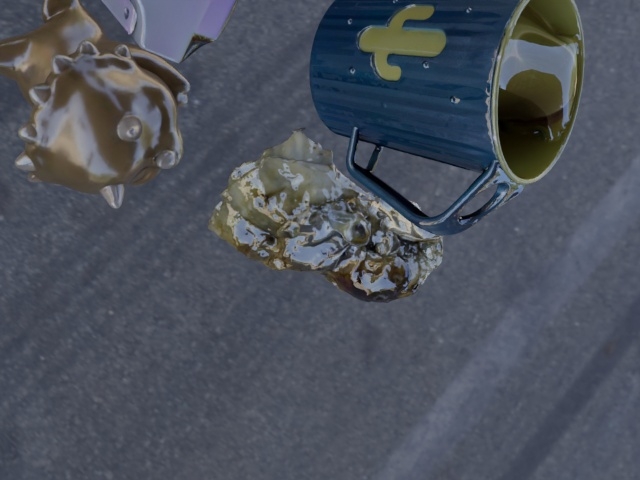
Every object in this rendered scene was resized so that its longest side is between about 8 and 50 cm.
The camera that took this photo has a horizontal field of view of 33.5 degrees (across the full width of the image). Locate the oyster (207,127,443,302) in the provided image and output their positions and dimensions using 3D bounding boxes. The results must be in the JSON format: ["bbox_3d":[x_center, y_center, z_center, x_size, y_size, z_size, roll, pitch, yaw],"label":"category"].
[{"bbox_3d":[0.013,-0.005,1.036,0.233,0.161,0.107,14,54,-14],"label":"oyster"}]

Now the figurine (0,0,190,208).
[{"bbox_3d":[-0.259,-0.144,1.115,0.247,0.177,0.173,47,34,1],"label":"figurine"}]

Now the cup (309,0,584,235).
[{"bbox_3d":[0.078,-0.096,0.733,0.131,0.155,0.176,27,80,-54],"label":"cup"}]

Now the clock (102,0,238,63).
[{"bbox_3d":[-0.098,-0.267,0.750,0.083,0.186,0.253,14,113,-37],"label":"clock"}]
